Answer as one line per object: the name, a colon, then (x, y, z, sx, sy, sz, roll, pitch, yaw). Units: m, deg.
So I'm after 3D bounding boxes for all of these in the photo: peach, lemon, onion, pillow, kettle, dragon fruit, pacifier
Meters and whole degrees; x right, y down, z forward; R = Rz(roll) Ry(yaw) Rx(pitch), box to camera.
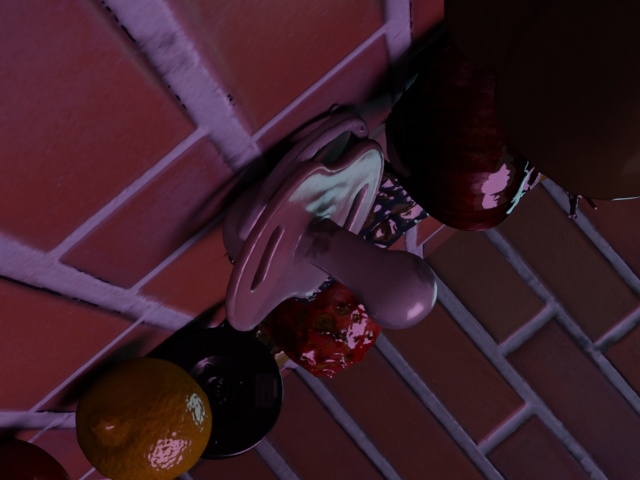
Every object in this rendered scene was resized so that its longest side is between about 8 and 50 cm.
peach: (-0.438, 0.358, 1.788, 0.196, 0.226, 0.190, 37, 67, -48)
lemon: (-0.248, 0.257, 1.886, 0.187, 0.187, 0.244, -42, 161, 13)
onion: (0.222, -0.134, 1.661, 0.273, 0.285, 0.273, 14, 90, -83)
pillow: (0.019, -0.007, 1.840, 0.255, 0.034, 0.189, -37, 141, 19)
kettle: (-0.190, 0.236, 2.156, 0.207, 0.251, 0.271, -5, 168, -16)
dragon fruit: (0.022, 0.098, 2.242, 0.210, 0.205, 0.268, 10, 102, -29)
pacifier: (0.004, 0.002, 1.614, 0.220, 0.273, 0.332, -26, 180, 32)

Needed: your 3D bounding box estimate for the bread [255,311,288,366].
bread: (-0.138, 0.204, 2.378, 0.196, 0.102, 0.138, -35, 167, -18)

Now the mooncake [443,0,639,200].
mooncake: (0.367, -0.217, 1.318, 0.467, 0.467, 0.262, -31, 164, -46)

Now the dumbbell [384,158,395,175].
dumbbell: (0.111, -0.108, 1.874, 0.208, 0.099, 0.099, -46, 170, 33)

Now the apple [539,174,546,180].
apple: (0.357, -0.195, 2.419, 0.346, 0.254, 0.179, -37, 129, -30)
